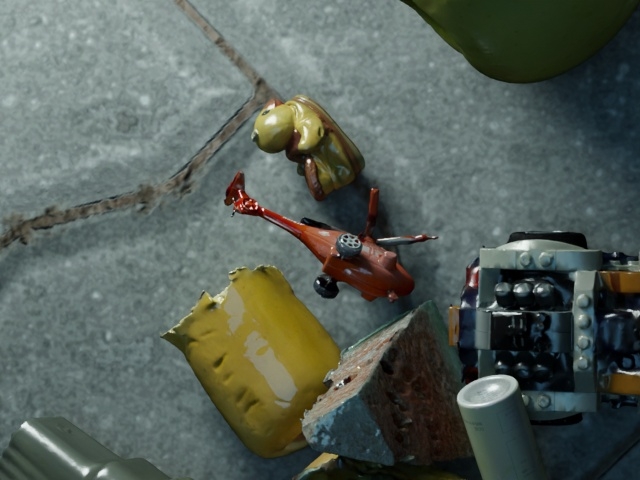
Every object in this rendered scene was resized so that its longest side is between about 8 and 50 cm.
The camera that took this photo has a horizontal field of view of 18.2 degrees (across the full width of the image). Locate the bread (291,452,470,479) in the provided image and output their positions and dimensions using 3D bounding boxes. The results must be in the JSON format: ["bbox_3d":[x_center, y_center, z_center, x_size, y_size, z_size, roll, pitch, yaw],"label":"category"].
[{"bbox_3d":[0.074,0.259,1.873,0.174,0.133,0.251,17,138,18],"label":"bread"}]

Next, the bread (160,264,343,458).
[{"bbox_3d":[-0.055,0.119,1.932,0.134,0.085,0.173,-40,80,12],"label":"bread"}]

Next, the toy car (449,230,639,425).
[{"bbox_3d":[0.267,0.087,1.833,0.301,0.118,0.193,2,93,16],"label":"toy car"}]

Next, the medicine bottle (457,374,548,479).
[{"bbox_3d":[0.185,0.236,1.836,0.059,0.059,0.230,-13,110,15],"label":"medicine bottle"}]

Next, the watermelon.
[{"bbox_3d":[0.061,0.155,1.825,0.094,0.241,0.154,-32,83,23],"label":"watermelon"}]

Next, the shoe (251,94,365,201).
[{"bbox_3d":[-0.012,-0.092,1.927,0.109,0.072,0.069,47,71,-12],"label":"shoe"}]

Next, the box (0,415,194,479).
[{"bbox_3d":[-0.263,0.306,1.968,0.178,0.138,0.274,37,99,17],"label":"box"}]

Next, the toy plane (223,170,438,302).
[{"bbox_3d":[0.004,-0.005,1.898,0.194,0.077,0.126,42,122,-15],"label":"toy plane"}]

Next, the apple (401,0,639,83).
[{"bbox_3d":[0.176,-0.278,1.790,0.279,0.279,0.279,0,90,15],"label":"apple"}]
